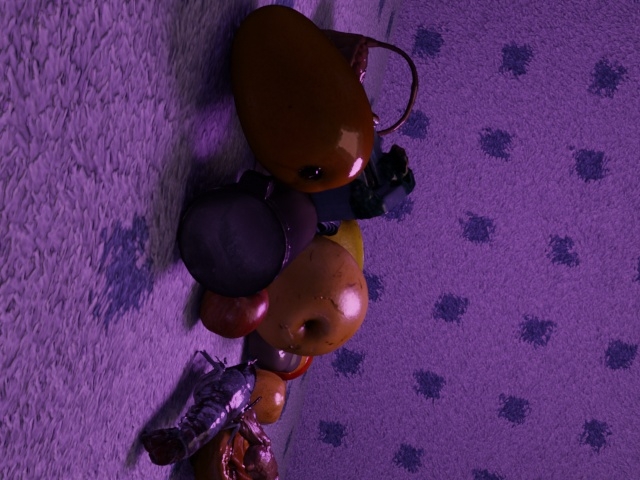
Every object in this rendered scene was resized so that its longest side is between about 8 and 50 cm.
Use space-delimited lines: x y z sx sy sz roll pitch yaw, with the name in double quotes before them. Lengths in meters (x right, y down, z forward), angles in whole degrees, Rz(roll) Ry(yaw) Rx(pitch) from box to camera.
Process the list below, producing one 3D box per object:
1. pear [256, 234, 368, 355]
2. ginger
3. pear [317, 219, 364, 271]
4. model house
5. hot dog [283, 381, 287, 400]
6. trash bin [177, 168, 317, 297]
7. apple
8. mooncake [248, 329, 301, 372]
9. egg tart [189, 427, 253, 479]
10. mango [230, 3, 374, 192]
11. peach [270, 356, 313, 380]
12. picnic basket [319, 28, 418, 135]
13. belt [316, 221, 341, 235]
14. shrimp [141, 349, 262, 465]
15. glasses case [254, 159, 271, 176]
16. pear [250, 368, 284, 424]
"pear" -0.035 0.153 1.617 0.348 0.348 0.349 15 90 -81
"ginger" -0.171 0.518 1.487 0.122 0.084 0.290 -31 110 -56
"pear" 0.000 0.000 1.899 0.176 0.286 0.282 -11 118 -59
"model house" 0.051 -0.234 1.355 0.295 0.251 0.329 -36 110 -48
"hot dog" -0.167 0.469 2.151 0.123 0.093 0.262 81 8 -50
"trash bin" -0.127 -0.026 1.174 0.301 0.202 0.252 -43 153 -74
"apple" -0.190 0.142 1.283 0.131 0.146 0.146 -54 -176 31
"mooncake" -0.119 0.287 1.854 0.275 0.135 0.275 9 90 -67
"egg tart" -0.246 0.599 1.565 0.351 0.153 0.340 -78 156 -89
"mango" -0.041 -0.268 1.074 0.263 0.221 0.378 6 59 -54
"peach" -0.118 0.384 2.019 0.192 0.190 0.190 -24 129 -74
"picnic basket" 0.124 -0.442 1.716 0.337 0.337 0.293 -23 128 -79
"belt" -0.047 -0.094 1.568 0.267 0.206 0.116 47 51 -68
"shrimp" -0.240 0.363 1.308 0.410 0.165 0.222 -59 135 -77
"glasses case" -0.114 -0.236 1.410 0.083 0.050 0.196 -39 143 -71
"pear" -0.191 0.470 1.761 0.178 0.177 0.178 15 90 -81
